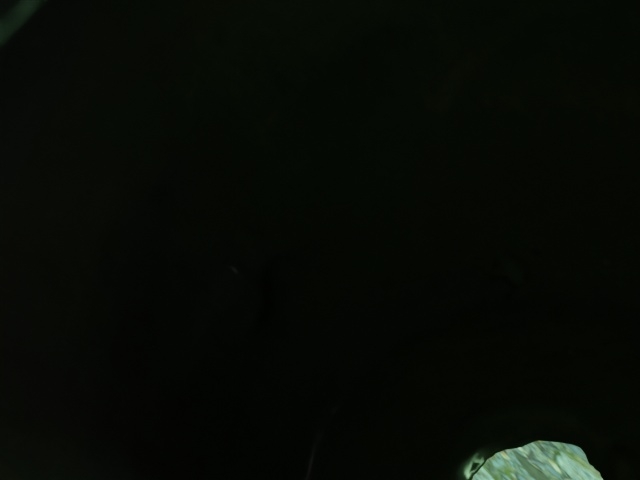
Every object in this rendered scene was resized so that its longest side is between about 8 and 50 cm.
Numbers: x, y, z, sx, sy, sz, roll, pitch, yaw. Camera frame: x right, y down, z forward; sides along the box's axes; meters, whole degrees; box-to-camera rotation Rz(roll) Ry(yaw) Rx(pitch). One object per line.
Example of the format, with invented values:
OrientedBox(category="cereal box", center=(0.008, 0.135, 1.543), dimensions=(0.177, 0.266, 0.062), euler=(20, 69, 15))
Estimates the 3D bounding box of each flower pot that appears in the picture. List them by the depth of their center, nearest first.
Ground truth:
OrientedBox(category="flower pot", center=(0.056, 0.026, 0.382), dimensions=(0.379, 0.379, 0.251), euler=(50, -7, 41))
